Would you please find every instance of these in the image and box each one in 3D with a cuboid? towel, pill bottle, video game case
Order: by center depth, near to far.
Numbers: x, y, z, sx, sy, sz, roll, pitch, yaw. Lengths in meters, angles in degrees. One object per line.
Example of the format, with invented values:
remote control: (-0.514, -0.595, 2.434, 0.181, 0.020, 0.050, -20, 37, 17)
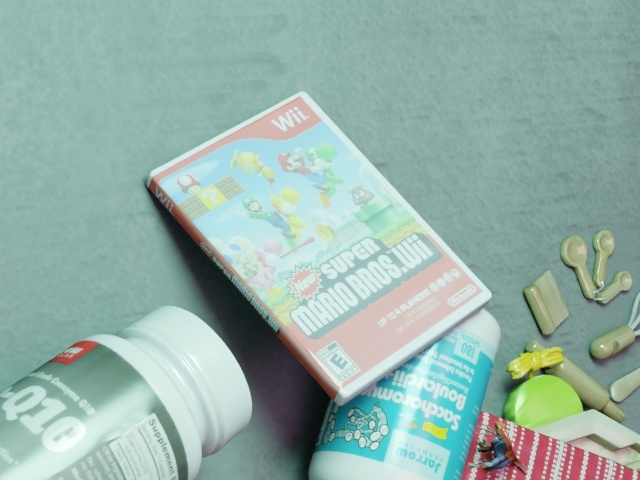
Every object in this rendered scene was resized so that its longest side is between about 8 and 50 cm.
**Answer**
pill bottle: (-0.206, 0.181, 1.438, 0.283, 0.161, 0.161, -35, 106, -33)
video game case: (0.000, 0.000, 1.596, 0.204, 0.025, 0.285, -31, 71, -33)
pill bottle: (0.077, 0.184, 1.650, 0.146, 0.146, 0.264, 28, 70, -31)
towel: (0.231, 0.300, 1.723, 0.275, 0.031, 0.198, 22, 66, -14)

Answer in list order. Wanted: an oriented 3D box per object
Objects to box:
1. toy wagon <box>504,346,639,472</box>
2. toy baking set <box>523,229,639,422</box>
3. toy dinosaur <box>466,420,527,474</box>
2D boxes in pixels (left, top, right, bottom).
toy wagon: (0.275, 0.284, 1.797, 0.267, 0.068, 0.344, -15, 79, -23)
toy baking set: (0.332, 0.102, 1.913, 0.256, 0.030, 0.196, 42, 63, -25)
toy dinosaur: (0.182, 0.202, 1.672, 0.090, 0.082, 0.047, 3, 71, -22)
